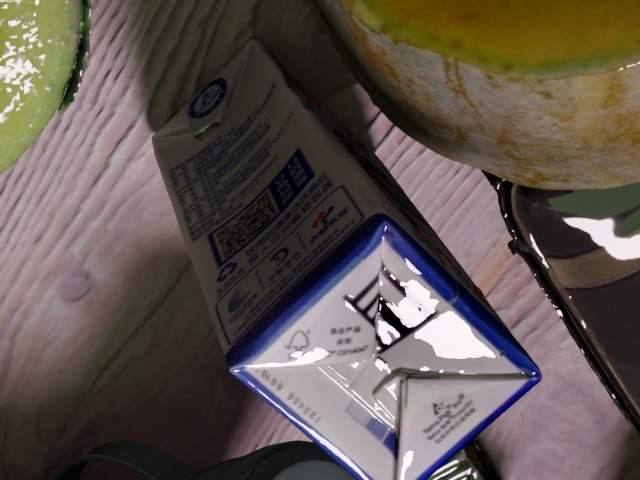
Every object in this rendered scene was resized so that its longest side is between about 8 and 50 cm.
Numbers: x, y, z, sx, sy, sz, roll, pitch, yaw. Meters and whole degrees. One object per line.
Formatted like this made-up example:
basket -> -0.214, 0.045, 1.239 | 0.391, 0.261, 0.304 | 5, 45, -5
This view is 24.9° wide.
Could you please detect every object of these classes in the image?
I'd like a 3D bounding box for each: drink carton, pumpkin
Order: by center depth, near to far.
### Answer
pumpkin -> 0.140, -0.195, 0.718 | 0.332, 0.199, 0.332 | -1, 84, 7
drink carton -> 0.000, 0.000, 0.812 | 0.106, 0.315, 0.130 | -42, 116, 7

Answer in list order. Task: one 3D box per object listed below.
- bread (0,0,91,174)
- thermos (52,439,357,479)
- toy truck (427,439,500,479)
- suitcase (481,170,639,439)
bread -> -0.284, -0.131, 0.843 | 0.301, 0.045, 0.301 | -5, 119, -9
thermos -> -0.094, 0.216, 0.963 | 0.286, 0.145, 0.182 | -23, 90, 45
toy truck -> 0.064, 0.144, 1.009 | 0.088, 0.121, 0.259 | -31, 118, 6
suitcase -> 0.281, -0.010, 0.934 | 0.283, 0.194, 0.434 | -33, 119, 6
